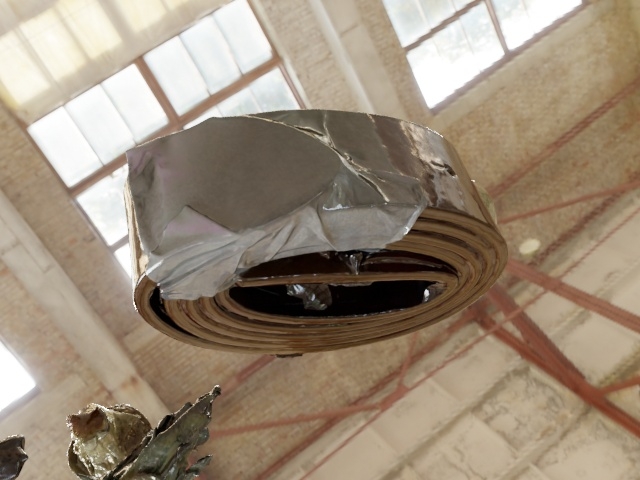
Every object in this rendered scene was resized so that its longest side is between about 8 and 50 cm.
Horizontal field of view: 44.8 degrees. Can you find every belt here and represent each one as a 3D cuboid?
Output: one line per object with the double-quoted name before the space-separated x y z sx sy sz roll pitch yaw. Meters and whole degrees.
"belt" 0.000 0.000 0.653 0.217 0.339 0.122 -54 -135 41

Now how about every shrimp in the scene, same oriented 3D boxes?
"shrimp" -0.286 0.271 0.769 0.445 0.272 0.085 -37 -139 1

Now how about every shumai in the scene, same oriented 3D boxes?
"shumai" -0.327 0.299 1.187 0.146 0.116 0.145 1 -136 -1

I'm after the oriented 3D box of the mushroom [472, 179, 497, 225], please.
"mushroom" 0.125 -0.003 1.290 0.352 0.260 0.352 -28 176 -2
